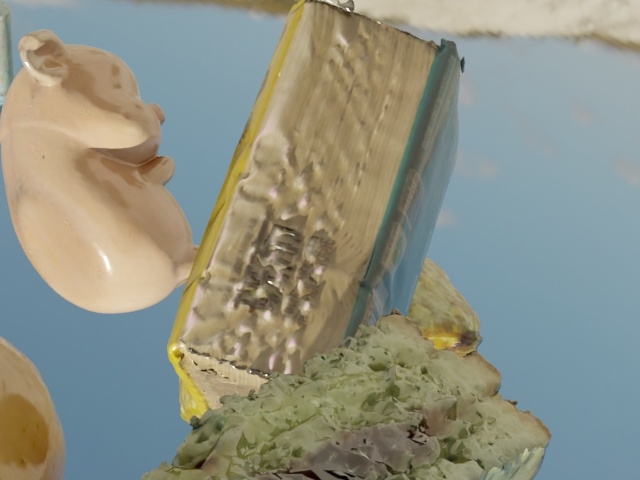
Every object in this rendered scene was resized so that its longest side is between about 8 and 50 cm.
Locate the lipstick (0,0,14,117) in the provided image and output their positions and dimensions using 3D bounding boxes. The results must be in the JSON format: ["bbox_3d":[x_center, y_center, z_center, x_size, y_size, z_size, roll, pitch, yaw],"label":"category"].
[{"bbox_3d":[-0.383,-0.204,1.939,0.048,0.158,0.048,3,-142,-3],"label":"lipstick"}]

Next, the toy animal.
[{"bbox_3d":[-0.202,-0.055,1.463,0.154,0.166,0.250,-16,-98,-35],"label":"toy animal"}]

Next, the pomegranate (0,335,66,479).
[{"bbox_3d":[-0.490,0.270,1.876,0.411,0.411,0.411,26,-165,-8],"label":"pomegranate"}]

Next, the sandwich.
[{"bbox_3d":[-0.031,0.206,0.852,0.131,0.262,0.325,34,-149,22],"label":"sandwich"}]

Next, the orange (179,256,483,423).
[{"bbox_3d":[-0.004,0.111,1.986,0.271,0.369,0.210,65,-177,-67],"label":"orange"}]

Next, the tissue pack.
[{"bbox_3d":[0.000,0.000,1.122,0.134,0.271,0.192,16,159,10],"label":"tissue pack"}]
